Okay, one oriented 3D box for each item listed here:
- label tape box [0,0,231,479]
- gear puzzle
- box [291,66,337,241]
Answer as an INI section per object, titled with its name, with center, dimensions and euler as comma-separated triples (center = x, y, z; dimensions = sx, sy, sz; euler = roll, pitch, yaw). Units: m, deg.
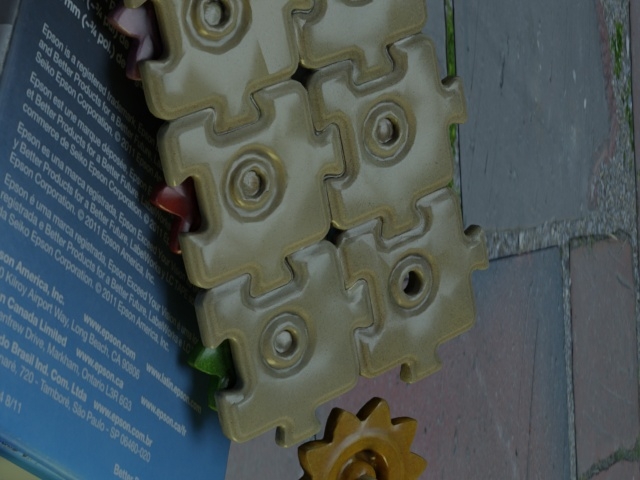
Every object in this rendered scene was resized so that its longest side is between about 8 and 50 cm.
[label tape box]
center = -0.117, -0.041, 0.732
dimensions = 0.240, 0.106, 0.334
euler = 50, 44, -55
[gear puzzle]
center = 0.000, 0.000, 0.753
dimensions = 0.175, 0.044, 0.339
euler = -24, 113, -32
[box]
center = 0.002, -0.068, 0.818
dimensions = 0.109, 0.042, 0.178
euler = -34, 121, -62
